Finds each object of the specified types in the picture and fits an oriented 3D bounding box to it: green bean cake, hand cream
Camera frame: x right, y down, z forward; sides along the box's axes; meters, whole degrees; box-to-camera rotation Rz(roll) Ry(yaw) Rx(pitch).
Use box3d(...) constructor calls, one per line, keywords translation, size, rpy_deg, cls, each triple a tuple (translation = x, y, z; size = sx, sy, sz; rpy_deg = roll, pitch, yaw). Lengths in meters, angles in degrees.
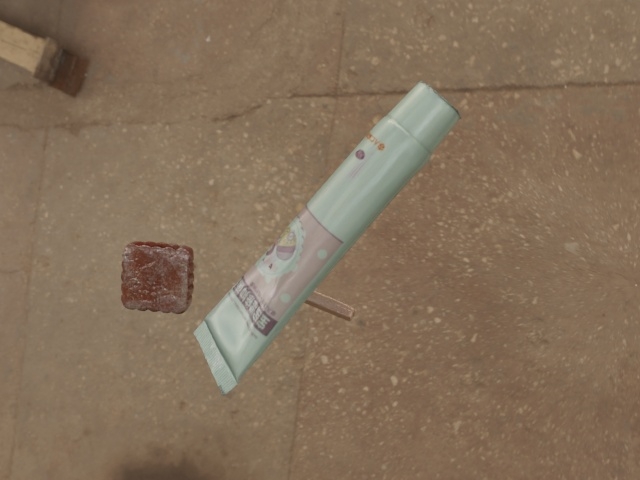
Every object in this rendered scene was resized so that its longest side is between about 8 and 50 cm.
box3d(translation=(-0.315, 0.071, 1.099), size=(0.136, 0.056, 0.135), rpy_deg=(6, 100, -3), cls="green bean cake")
box3d(translation=(0.000, 0.000, 0.523), size=(0.331, 0.058, 0.085), rpy_deg=(-50, 52, 13), cls="hand cream")

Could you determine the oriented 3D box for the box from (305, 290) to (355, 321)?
box3d(translation=(0.006, 0.108, 0.988), size=(0.115, 0.048, 0.025), rpy_deg=(21, 73, 12), cls="box")
